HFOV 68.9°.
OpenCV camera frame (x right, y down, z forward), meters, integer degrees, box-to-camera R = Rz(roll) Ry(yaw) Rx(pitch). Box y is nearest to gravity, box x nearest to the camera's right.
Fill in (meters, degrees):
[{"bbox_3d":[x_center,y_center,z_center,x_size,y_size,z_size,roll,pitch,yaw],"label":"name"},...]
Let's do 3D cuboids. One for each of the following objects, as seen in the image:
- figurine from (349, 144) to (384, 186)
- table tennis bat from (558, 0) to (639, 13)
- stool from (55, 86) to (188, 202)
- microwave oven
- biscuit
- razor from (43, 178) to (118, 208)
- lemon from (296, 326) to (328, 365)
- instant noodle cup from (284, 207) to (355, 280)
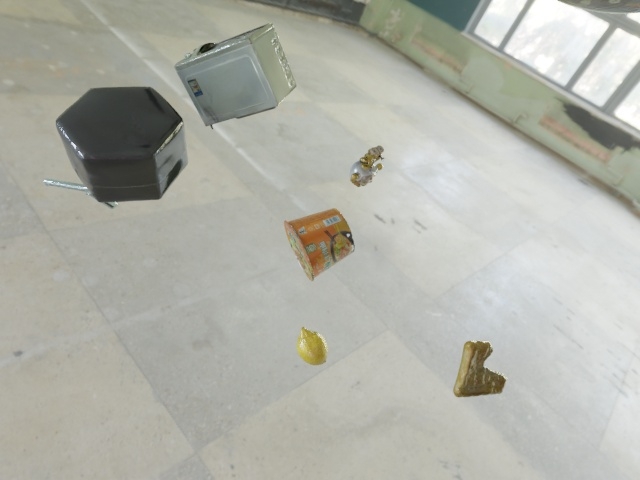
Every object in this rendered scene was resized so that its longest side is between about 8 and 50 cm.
[{"bbox_3d":[0.120,-0.196,1.242,0.101,0.143,0.068,-31,75,-6],"label":"figurine"},{"bbox_3d":[0.332,-0.362,0.601,0.368,0.054,0.224,12,8,-4],"label":"table tennis bat"},{"bbox_3d":[-0.381,-0.190,0.921,0.231,0.141,0.232,4,53,-5],"label":"stool"},{"bbox_3d":[-0.178,-0.358,1.013,0.204,0.163,0.129,-5,37,28],"label":"microwave oven"},{"bbox_3d":[0.468,0.366,1.339,0.174,0.184,0.039,0,16,-18],"label":"biscuit"},{"bbox_3d":[-0.606,-0.130,1.158,0.211,0.036,0.084,17,-17,22],"label":"razor"},{"bbox_3d":[-0.018,0.224,0.984,0.092,0.065,0.065,60,32,-10],"label":"lemon"},{"bbox_3d":[0.000,0.000,1.619,0.182,0.230,0.230,-26,53,-13],"label":"instant noodle cup"}]
